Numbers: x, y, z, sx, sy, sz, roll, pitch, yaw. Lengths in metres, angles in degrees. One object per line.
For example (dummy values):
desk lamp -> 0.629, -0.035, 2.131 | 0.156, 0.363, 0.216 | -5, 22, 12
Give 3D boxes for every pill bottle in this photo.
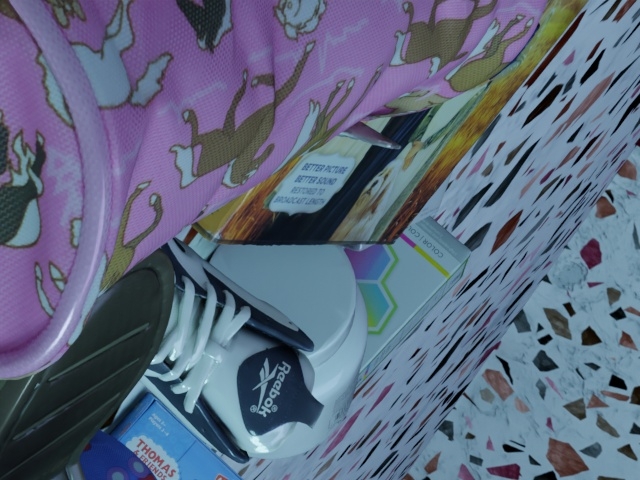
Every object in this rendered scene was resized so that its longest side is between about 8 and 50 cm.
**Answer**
pill bottle -> -0.033, 0.069, 1.366 | 0.131, 0.131, 0.229 | -46, 169, -16

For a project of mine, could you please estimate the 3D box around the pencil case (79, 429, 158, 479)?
pencil case -> -0.214, 0.225, 1.194 | 0.306, 0.119, 0.133 | -32, 117, -55

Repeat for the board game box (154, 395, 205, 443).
board game box -> -0.157, 0.201, 1.577 | 0.201, 0.035, 0.136 | -52, 169, 12

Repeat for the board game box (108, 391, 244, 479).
board game box -> -0.144, 0.247, 1.465 | 0.211, 0.160, 0.039 | -47, -166, -7

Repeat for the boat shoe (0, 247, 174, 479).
boat shoe -> -0.166, 0.073, 0.951 | 0.110, 0.104, 0.307 | -28, 159, -40

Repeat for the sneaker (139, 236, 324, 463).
sneaker -> -0.067, 0.056, 1.090 | 0.094, 0.153, 0.235 | -58, 169, -14

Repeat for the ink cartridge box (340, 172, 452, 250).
ink cartridge box -> 0.075, -0.114, 1.442 | 0.181, 0.056, 0.225 | -24, 134, -65

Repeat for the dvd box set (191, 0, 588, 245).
dvd box set -> 0.101, -0.173, 1.175 | 0.420, 0.062, 0.307 | -52, 163, 13

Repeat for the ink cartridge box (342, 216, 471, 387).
ink cartridge box -> 0.014, 0.055, 1.559 | 0.209, 0.109, 0.062 | -45, 168, -17

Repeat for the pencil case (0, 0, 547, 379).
pencil case -> -0.046, -0.082, 0.749 | 0.160, 0.167, 0.386 | -17, -171, 34
